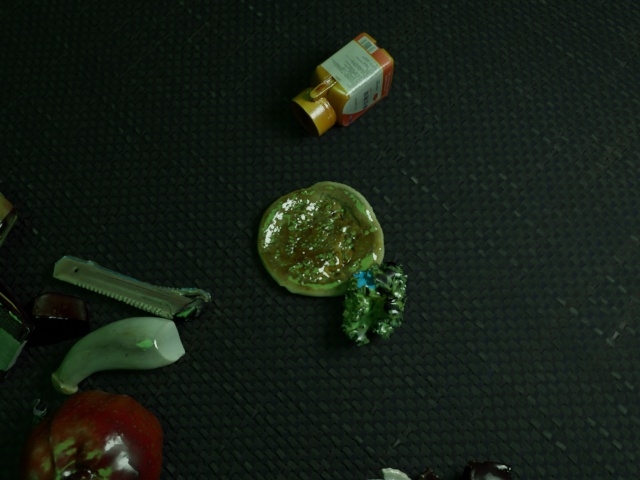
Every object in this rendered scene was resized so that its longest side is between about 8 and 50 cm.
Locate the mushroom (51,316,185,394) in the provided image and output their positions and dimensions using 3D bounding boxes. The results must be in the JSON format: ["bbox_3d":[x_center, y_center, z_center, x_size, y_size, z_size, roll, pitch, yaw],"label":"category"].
[{"bbox_3d":[-0.423,0.227,1.141,0.270,0.103,0.118,-16,90,3],"label":"mushroom"}]

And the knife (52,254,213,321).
[{"bbox_3d":[-0.407,0.104,1.206,0.365,0.043,0.089,15,42,9],"label":"knife"}]

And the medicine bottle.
[{"bbox_3d":[0.048,-0.337,1.257,0.222,0.149,0.112,-40,77,-9],"label":"medicine bottle"}]

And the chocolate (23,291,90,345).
[{"bbox_3d":[-0.565,0.153,1.162,0.149,0.125,0.080,-15,57,2],"label":"chocolate"}]

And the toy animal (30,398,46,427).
[{"bbox_3d":[-0.573,0.351,1.142,0.028,0.050,0.084,-4,107,-23],"label":"toy animal"}]

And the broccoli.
[{"bbox_3d":[0.116,0.126,1.116,0.167,0.160,0.154,-22,91,-18],"label":"broccoli"}]

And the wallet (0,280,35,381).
[{"bbox_3d":[-0.692,0.139,1.125,0.262,0.071,0.221,46,120,5],"label":"wallet"}]

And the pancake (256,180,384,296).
[{"bbox_3d":[0.000,0.000,1.217,0.282,0.049,0.282,-1,74,5],"label":"pancake"}]

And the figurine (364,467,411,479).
[{"bbox_3d":[0.035,0.524,0.876,0.361,0.211,0.253,-2,85,-27],"label":"figurine"}]

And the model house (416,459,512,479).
[{"bbox_3d":[0.261,0.490,1.020,0.203,0.141,0.164,-2,84,4],"label":"model house"}]

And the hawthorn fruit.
[{"bbox_3d":[-0.412,0.389,0.987,0.254,0.300,0.254,0,75,-1],"label":"hawthorn fruit"}]

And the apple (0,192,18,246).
[{"bbox_3d":[-0.761,-0.043,1.199,0.188,0.174,0.207,-45,61,-13],"label":"apple"}]
